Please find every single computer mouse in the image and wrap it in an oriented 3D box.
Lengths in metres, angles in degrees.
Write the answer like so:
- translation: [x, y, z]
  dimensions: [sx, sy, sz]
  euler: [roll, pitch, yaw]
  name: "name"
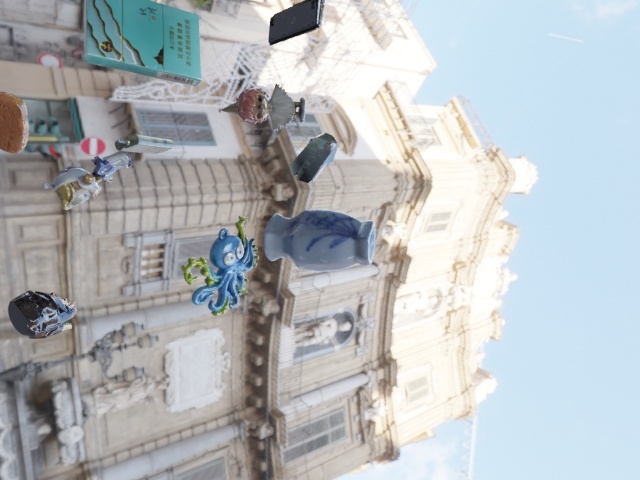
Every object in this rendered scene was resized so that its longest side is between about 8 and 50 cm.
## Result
- translation: [-0.028, -0.326, 1.818]
  dimensions: [0.126, 0.071, 0.231]
  euler: [45, -75, -1]
  name: "computer mouse"

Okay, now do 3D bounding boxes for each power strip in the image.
- translation: [-0.608, -0.329, 1.577]
  dimensions: [0.092, 0.268, 0.035]
  euler: [-14, -86, 14]
  name: "power strip"

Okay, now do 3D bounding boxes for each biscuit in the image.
- translation: [-0.730, -0.243, 0.995]
  dimensions: [0.036, 0.191, 0.186]
  euler: [-90, -167, -57]
  name: "biscuit"

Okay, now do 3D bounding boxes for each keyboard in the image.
- translation: [-0.066, -0.563, 1.178]
  dimensions: [0.230, 0.025, 0.094]
  euler: [14, -81, 51]
  name: "keyboard"

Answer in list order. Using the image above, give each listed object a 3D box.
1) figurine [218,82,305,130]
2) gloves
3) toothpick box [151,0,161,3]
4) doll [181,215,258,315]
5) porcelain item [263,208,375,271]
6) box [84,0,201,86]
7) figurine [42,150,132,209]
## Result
- translation: [-0.262, -0.601, 2.060]
  dimensions: [0.166, 0.386, 0.207]
  euler: [-101, -164, -65]
  name: "figurine"
- translation: [-0.833, 0.216, 1.411]
  dimensions: [0.124, 0.203, 0.165]
  euler: [-13, -78, 24]
  name: "gloves"
- translation: [-0.633, -0.869, 1.585]
  dimensions: [0.271, 0.175, 0.175]
  euler: [-41, -119, 28]
  name: "toothpick box"
- translation: [-0.346, 0.111, 1.726]
  dimensions: [0.098, 0.346, 0.342]
  euler: [13, -58, 36]
  name: "doll"
- translation: [0.000, 0.000, 1.760]
  dimensions: [0.404, 0.243, 0.179]
  euler: [5, -50, 14]
  name: "porcelain item"
- translation: [-0.367, -0.426, 0.963]
  dimensions: [0.041, 0.229, 0.162]
  euler: [-19, -108, 54]
  name: "box"
- translation: [-0.786, -0.222, 1.579]
  dimensions: [0.133, 0.274, 0.194]
  euler: [52, -5, -9]
  name: "figurine"
